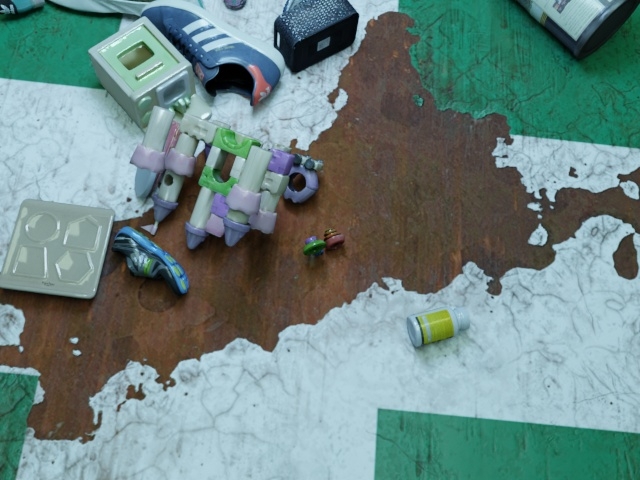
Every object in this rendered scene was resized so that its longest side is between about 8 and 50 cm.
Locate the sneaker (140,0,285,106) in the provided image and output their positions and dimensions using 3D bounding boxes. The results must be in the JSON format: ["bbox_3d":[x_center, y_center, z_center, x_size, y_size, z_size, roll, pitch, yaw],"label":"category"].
[{"bbox_3d":[-0.261,-0.411,1.636,0.350,0.131,0.148,24,63,5],"label":"sneaker"}]

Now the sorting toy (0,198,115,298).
[{"bbox_3d":[-0.531,0.017,1.494,0.193,0.038,0.208,8,63,-2],"label":"sorting toy"}]

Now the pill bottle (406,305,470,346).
[{"bbox_3d":[0.237,0.168,1.474,0.116,0.065,0.065,-14,69,-9],"label":"pill bottle"}]

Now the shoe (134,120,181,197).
[{"bbox_3d":[-0.332,-0.171,1.568,0.063,0.081,0.177,19,93,45],"label":"shoe"}]

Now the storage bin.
[{"bbox_3d":[-0.010,-0.480,1.690,0.180,0.122,0.084,-31,73,-16],"label":"storage bin"}]

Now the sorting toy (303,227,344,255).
[{"bbox_3d":[0.000,0.000,1.527,0.102,0.061,0.042,-11,67,-34],"label":"sorting toy"}]

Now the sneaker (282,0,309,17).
[{"bbox_3d":[-0.043,-0.584,1.769,0.058,0.052,0.135,30,79,-12],"label":"sneaker"}]

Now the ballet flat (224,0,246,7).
[{"bbox_3d":[-0.210,-0.666,1.774,0.077,0.079,0.221,-3,68,-5],"label":"ballet flat"}]

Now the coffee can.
[{"bbox_3d":[0.587,-0.596,1.743,0.202,0.201,0.275,-36,75,-17],"label":"coffee can"}]

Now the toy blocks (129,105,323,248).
[{"bbox_3d":[-0.199,-0.092,1.493,0.289,0.309,0.260,23,100,17],"label":"toy blocks"}]

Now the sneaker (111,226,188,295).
[{"bbox_3d":[-0.342,0.051,1.485,0.188,0.067,0.078,38,91,9],"label":"sneaker"}]

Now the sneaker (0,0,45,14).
[{"bbox_3d":[-0.756,-0.653,1.709,0.121,0.108,0.302,-25,73,-18],"label":"sneaker"}]

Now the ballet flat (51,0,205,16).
[{"bbox_3d":[-0.460,-0.592,1.696,0.401,0.139,0.139,14,67,1],"label":"ballet flat"}]

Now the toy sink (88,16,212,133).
[{"bbox_3d":[-0.365,-0.343,1.600,0.153,0.131,0.234,-37,76,-17],"label":"toy sink"}]
